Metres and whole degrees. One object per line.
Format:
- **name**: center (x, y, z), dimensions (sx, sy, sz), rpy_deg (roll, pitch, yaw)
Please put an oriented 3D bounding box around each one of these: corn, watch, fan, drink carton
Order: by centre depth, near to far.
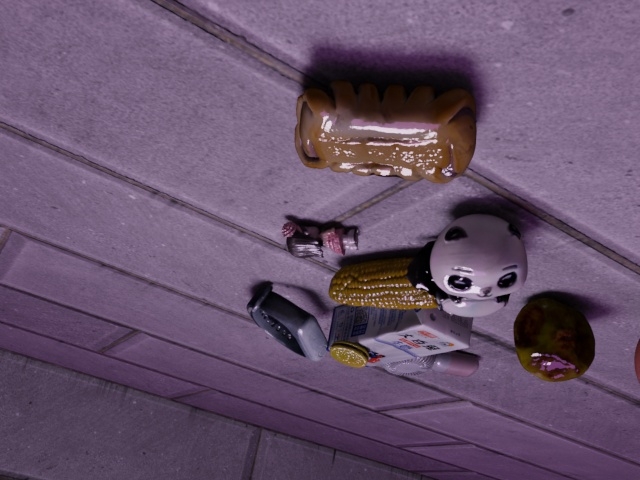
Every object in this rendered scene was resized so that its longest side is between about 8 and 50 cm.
- **corn**: center (0.131, 0.077, 1.209), dimensions (0.261, 0.097, 0.097), rpy_deg (-5, 150, 35)
- **drink carton**: center (0.157, 0.179, 1.389), dimensions (0.130, 0.107, 0.315), rpy_deg (25, 151, -28)
- **watch**: center (-0.080, 0.180, 1.485), dimensions (0.193, 0.068, 0.206), rpy_deg (23, 155, 34)
- **fan**: center (0.258, 0.279, 1.602), dimensions (0.244, 0.074, 0.130), rpy_deg (13, 144, -14)

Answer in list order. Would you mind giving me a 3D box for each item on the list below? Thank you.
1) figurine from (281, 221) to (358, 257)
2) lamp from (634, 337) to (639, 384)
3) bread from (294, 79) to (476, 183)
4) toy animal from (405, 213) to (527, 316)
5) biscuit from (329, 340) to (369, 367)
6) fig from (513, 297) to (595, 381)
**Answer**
- **figurine**: center (0.000, 0.000, 1.151), dimensions (0.129, 0.054, 0.072), rpy_deg (2, 149, 15)
- **lamp**: center (0.679, 0.222, 1.106), dimensions (0.305, 0.240, 0.305), rpy_deg (34, -168, -8)
- **bread**: center (0.073, -0.136, 0.809), dimensions (0.225, 0.081, 0.134), rpy_deg (8, 149, 11)
- **toy animal**: center (0.227, 0.039, 1.036), dimensions (0.166, 0.138, 0.179), rpy_deg (-4, 160, -4)
- **biscuit**: center (0.060, 0.235, 1.398), dimensions (0.084, 0.023, 0.084), rpy_deg (17, 149, 10)
- **fig**: center (0.432, 0.186, 1.254), dimensions (0.154, 0.144, 0.165), rpy_deg (38, -172, 23)
